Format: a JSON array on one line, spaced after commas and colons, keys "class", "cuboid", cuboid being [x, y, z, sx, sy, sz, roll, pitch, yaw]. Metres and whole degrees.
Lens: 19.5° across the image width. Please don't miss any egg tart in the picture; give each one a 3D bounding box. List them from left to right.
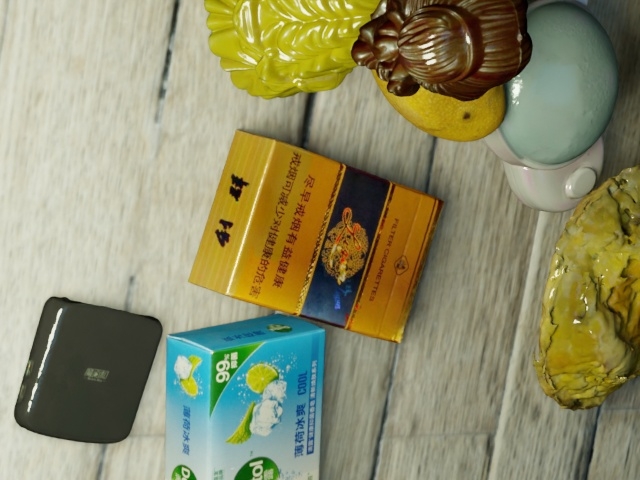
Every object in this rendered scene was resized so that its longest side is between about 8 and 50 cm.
[{"class": "egg tart", "cuboid": [0.330, 0.056, 1.999, 0.297, 0.132, 0.297, -33, 133, -45]}]

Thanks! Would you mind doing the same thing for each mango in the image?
[{"class": "mango", "cuboid": [0.116, -0.211, 1.772, 0.157, 0.109, 0.262, -25, 108, -21]}]

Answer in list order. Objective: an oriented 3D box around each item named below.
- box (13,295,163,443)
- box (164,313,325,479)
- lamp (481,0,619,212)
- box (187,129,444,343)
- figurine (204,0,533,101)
[{"class": "box", "cuboid": [-0.206, 0.116, 1.647, 0.126, 0.027, 0.125, 15, 94, -44]}, {"class": "box", "cuboid": [-0.072, 0.177, 1.749, 0.139, 0.073, 0.194, -10, 108, -40]}, {"class": "lamp", "cuboid": [0.241, -0.140, 1.918, 0.179, 0.108, 0.246, -30, 120, -28]}, {"class": "box", "cuboid": [0.000, 0.000, 1.769, 0.237, 0.070, 0.152, 17, 90, -44]}, {"class": "figurine", "cuboid": [0.057, -0.192, 1.596, 0.168, 0.315, 0.187, 12, 94, -43]}]
